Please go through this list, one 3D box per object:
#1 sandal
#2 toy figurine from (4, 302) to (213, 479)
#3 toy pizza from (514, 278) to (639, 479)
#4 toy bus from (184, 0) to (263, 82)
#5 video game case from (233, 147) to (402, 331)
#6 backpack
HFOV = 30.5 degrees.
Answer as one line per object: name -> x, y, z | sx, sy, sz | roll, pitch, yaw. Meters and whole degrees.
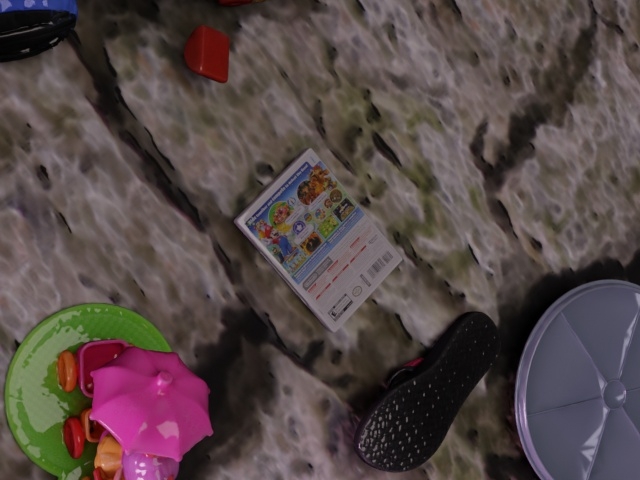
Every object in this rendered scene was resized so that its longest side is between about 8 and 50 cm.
sandal -> 0.085, 0.125, 0.961 | 0.179, 0.040, 0.067 | -42, 112, -36
toy figurine -> -0.129, 0.131, 0.785 | 0.130, 0.159, 0.173 | -4, 91, -26
toy pizza -> 0.249, 0.135, 1.038 | 0.201, 0.032, 0.201 | 0, 90, -26
toy bus -> -0.071, -0.226, 0.823 | 0.191, 0.104, 0.202 | 50, 47, -36
video game case -> 0.000, 0.000, 0.933 | 0.087, 0.011, 0.122 | -46, 107, -19
backpack -> -0.225, -0.171, 0.782 | 0.120, 0.098, 0.101 | -6, 88, -25
